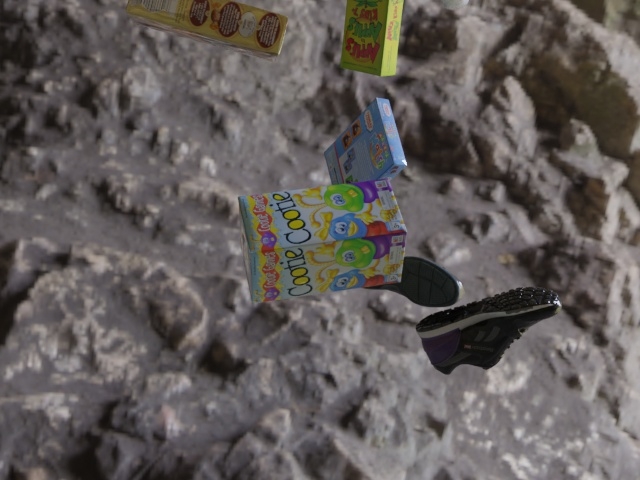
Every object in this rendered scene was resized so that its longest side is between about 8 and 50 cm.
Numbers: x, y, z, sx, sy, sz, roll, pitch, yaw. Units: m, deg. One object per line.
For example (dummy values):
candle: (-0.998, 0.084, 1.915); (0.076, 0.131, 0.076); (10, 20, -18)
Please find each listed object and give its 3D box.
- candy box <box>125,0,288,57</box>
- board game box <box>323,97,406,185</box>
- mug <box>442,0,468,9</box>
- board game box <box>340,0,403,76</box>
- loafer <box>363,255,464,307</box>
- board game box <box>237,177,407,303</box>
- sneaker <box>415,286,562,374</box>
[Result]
candy box: (-0.232, -0.455, 2.070); (0.317, 0.087, 0.183); (15, 4, -6)
board game box: (0.089, -0.170, 2.079); (0.039, 0.211, 0.160); (4, 61, -32)
mug: (0.221, -0.625, 1.910); (0.276, 0.374, 0.328); (-12, 29, 13)
board game box: (0.090, -0.379, 1.716); (0.092, 0.181, 0.043); (20, 23, 37)
loafer: (0.187, 0.074, 2.058); (0.268, 0.096, 0.084); (13, 9, 37)
board game box: (0.000, 0.000, 1.798); (0.276, 0.144, 0.142); (-8, 48, -8)
sneaker: (0.336, 0.178, 1.927); (0.283, 0.124, 0.107); (-17, 13, 23)
